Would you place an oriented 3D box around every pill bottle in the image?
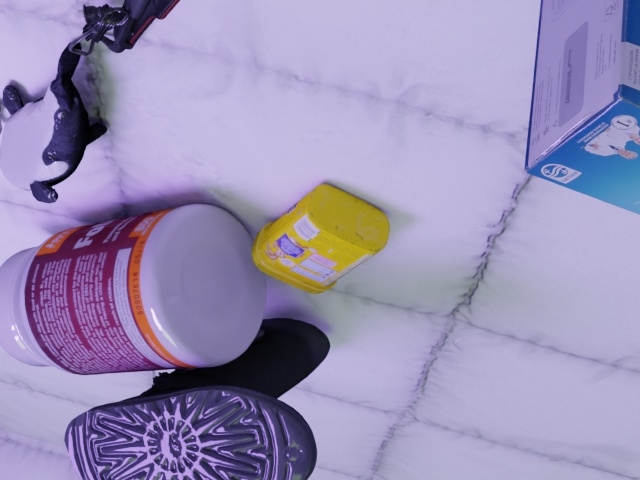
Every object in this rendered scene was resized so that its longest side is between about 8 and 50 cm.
[{"bbox_3d":[-0.291,0.080,1.531,0.392,0.224,0.224,-9,144,38],"label":"pill bottle"}]

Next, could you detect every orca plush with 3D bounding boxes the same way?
[{"bbox_3d":[-0.317,-0.148,1.303,0.151,0.102,0.287,57,145,17],"label":"orca plush"}]

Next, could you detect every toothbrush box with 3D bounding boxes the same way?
[{"bbox_3d":[0.321,-0.121,0.811,0.295,0.216,0.126,17,154,-15],"label":"toothbrush box"}]

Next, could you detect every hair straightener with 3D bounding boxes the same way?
[{"bbox_3d":[-0.205,-0.237,1.064,0.089,0.047,0.230,-6,174,-31],"label":"hair straightener"}]

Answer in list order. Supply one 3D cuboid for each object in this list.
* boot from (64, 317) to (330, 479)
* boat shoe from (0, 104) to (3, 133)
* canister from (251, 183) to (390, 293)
[{"bbox_3d":[-0.093,0.227,1.539,0.367,0.146,0.445,0,-172,25],"label":"boot"},{"bbox_3d":[-0.424,-0.166,1.345,0.035,0.035,0.100,11,146,16],"label":"boat shoe"},{"bbox_3d":[0.000,0.000,1.389,0.126,0.073,0.170,25,150,-18],"label":"canister"}]
